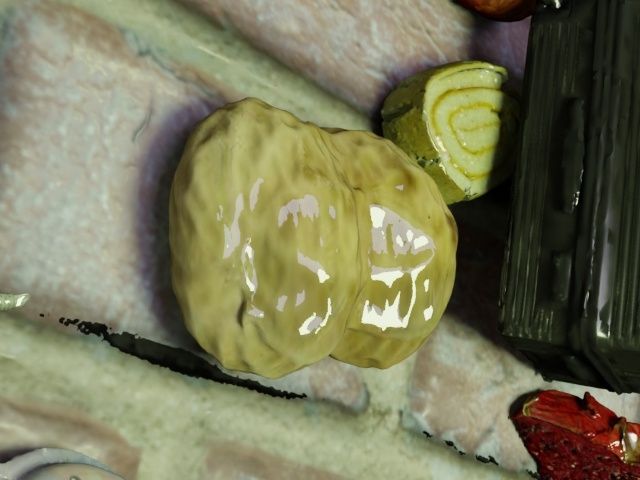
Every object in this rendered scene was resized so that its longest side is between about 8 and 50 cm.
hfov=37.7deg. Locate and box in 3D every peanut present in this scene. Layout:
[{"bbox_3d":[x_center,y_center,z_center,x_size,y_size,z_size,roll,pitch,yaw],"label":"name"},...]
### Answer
[{"bbox_3d":[0.000,0.000,0.678,0.233,0.110,0.197,6,76,-40],"label":"peanut"}]

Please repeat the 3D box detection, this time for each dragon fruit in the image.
[{"bbox_3d":[0.255,0.178,0.862,0.063,0.131,0.097,-44,119,-40],"label":"dragon fruit"}]

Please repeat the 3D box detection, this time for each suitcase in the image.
[{"bbox_3d":[0.269,-0.041,0.839,0.229,0.152,0.335,37,58,-58],"label":"suitcase"}]

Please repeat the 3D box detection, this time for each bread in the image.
[{"bbox_3d":[0.121,-0.097,0.824,0.156,0.064,0.117,-22,102,-41],"label":"bread"}]

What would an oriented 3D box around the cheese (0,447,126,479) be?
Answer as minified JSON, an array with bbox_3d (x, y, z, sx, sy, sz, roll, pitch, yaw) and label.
[{"bbox_3d":[-0.117,0.207,0.569,0.244,0.052,0.135,43,30,-33],"label":"cheese"}]

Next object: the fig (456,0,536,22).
[{"bbox_3d":[0.193,-0.253,0.863,0.119,0.153,0.119,-37,134,-50],"label":"fig"}]

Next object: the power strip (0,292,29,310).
[{"bbox_3d":[-0.249,0.025,0.505,0.191,0.047,0.030,8,73,-39],"label":"power strip"}]
